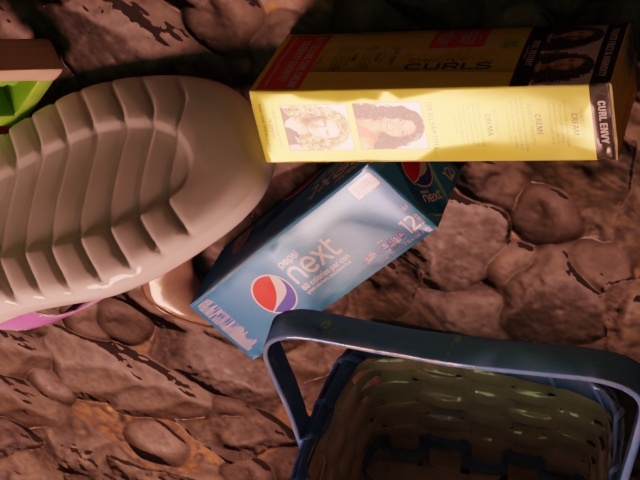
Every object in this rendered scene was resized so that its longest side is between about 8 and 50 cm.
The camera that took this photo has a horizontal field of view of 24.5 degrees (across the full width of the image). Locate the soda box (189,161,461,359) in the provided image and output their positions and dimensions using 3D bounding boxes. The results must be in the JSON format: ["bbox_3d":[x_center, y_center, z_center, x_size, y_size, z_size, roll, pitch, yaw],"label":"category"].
[{"bbox_3d":[0.000,0.000,1.054,0.067,0.071,0.210,42,130,-14],"label":"soda box"}]

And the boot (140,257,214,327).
[{"bbox_3d":[-0.112,0.008,1.127,0.118,0.042,0.087,31,130,-5],"label":"boot"}]

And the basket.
[{"bbox_3d":[0.102,0.155,1.052,0.255,0.201,0.289,8,139,17],"label":"basket"}]

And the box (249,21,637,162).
[{"bbox_3d":[0.079,-0.094,0.941,0.232,0.087,0.058,1,125,22],"label":"box"}]

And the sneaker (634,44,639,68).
[{"bbox_3d":[0.249,-0.121,0.886,0.119,0.047,0.057,3,109,17],"label":"sneaker"}]

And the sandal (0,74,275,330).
[{"bbox_3d":[-0.204,0.000,1.084,0.416,0.169,0.102,-21,149,22],"label":"sandal"}]

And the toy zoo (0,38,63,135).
[{"bbox_3d":[-0.336,-0.047,1.085,0.293,0.192,0.030,-44,65,41],"label":"toy zoo"}]
